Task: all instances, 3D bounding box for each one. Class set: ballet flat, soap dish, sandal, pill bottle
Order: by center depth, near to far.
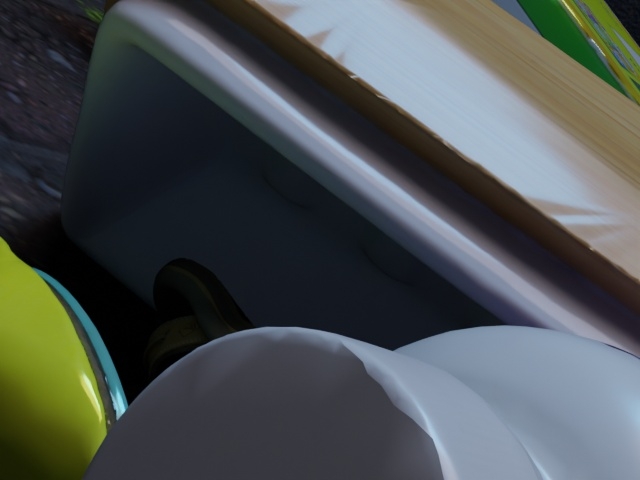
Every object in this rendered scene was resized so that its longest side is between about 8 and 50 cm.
[{"bbox_3d":[0.076,0.119,0.473,0.301,0.169,0.169,24,18,-45],"label":"pill bottle"},{"bbox_3d":[-0.127,0.024,0.531,0.077,0.077,0.231,5,24,-27],"label":"ballet flat"},{"bbox_3d":[-0.038,0.056,0.655,0.072,0.049,0.180,57,-8,-24],"label":"sandal"},{"bbox_3d":[0.038,-0.002,0.702,0.291,0.118,0.229,36,-27,4],"label":"soap dish"}]

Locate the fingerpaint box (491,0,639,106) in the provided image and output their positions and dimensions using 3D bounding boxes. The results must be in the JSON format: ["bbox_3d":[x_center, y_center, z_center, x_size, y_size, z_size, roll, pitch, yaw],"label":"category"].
[{"bbox_3d":[0.124,-0.102,1.139,0.445,0.163,0.371,59,16,21],"label":"fingerpaint box"}]
